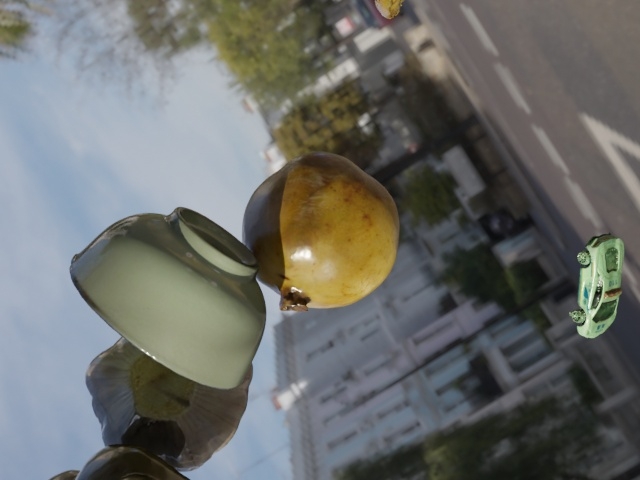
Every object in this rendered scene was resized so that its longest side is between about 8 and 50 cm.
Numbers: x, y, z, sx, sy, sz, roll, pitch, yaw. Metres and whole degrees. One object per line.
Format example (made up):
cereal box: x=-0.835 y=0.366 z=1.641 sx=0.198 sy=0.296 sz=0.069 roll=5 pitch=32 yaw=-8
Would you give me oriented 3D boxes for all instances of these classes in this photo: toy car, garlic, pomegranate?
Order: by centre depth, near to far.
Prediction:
toy car: x=0.480 y=0.080 z=1.989 sx=0.058 sy=0.093 sz=0.186 roll=21 pitch=115 yaw=48
pomegranate: x=0.002 y=-0.019 z=2.145 sx=0.307 sy=0.307 sz=0.307 roll=57 pitch=-174 yaw=-9
garlic: x=-0.279 y=0.297 z=2.235 sx=0.317 sy=0.317 sz=0.259 roll=58 pitch=168 yaw=8

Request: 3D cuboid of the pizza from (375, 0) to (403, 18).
pizza: x=0.159 y=-0.421 z=1.757 sx=0.080 sy=0.188 sz=0.204 roll=42 pitch=-178 yaw=6

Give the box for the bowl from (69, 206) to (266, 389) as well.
bowl: x=-0.223 y=0.067 z=1.963 sx=0.354 sy=0.185 sz=0.354 roll=36 pitch=-171 yaw=-7

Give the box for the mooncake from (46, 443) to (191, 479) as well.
mooncake: x=-0.366 y=0.549 z=1.881 sx=0.262 sy=0.467 sz=0.467 roll=44 pitch=-170 yaw=-17
